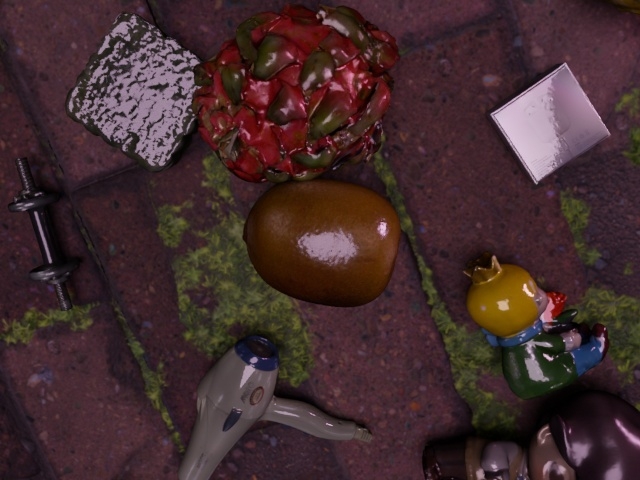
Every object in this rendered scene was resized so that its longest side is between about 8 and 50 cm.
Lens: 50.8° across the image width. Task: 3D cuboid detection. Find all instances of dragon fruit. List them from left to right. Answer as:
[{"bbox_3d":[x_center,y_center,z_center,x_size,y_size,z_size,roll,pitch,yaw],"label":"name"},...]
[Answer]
[{"bbox_3d":[-0.029,-0.204,0.933,0.302,0.237,0.231,-22,112,-18],"label":"dragon fruit"}]

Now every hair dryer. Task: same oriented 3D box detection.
[{"bbox_3d":[-0.111,0.331,1.134,0.296,0.119,0.298,-41,110,16],"label":"hair dryer"}]

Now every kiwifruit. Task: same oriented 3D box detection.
[{"bbox_3d":[0.000,0.000,0.999,0.234,0.196,0.196,7,102,5],"label":"kiwifruit"}]

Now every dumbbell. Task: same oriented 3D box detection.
[{"bbox_3d":[-0.442,-0.007,1.077,0.081,0.081,0.254,-12,102,6],"label":"dumbbell"}]

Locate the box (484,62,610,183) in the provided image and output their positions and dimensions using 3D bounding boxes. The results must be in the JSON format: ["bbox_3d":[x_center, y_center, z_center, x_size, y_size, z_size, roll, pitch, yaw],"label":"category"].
[{"bbox_3d":[0.341,-0.176,1.015,0.130,0.051,0.129,-35,98,8],"label":"box"}]

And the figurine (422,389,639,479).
[{"bbox_3d":[0.349,0.359,1.047,0.365,0.206,0.218,-19,101,7],"label":"figurine"}]

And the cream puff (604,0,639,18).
[{"bbox_3d":[0.518,-0.411,0.868,0.323,0.270,0.274,-1,140,34],"label":"cream puff"}]

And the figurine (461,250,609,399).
[{"bbox_3d":[0.330,0.112,1.048,0.185,0.127,0.234,-25,86,-4],"label":"figurine"}]

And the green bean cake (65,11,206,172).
[{"bbox_3d":[-0.259,-0.222,1.016,0.183,0.094,0.185,34,101,-4],"label":"green bean cake"}]
